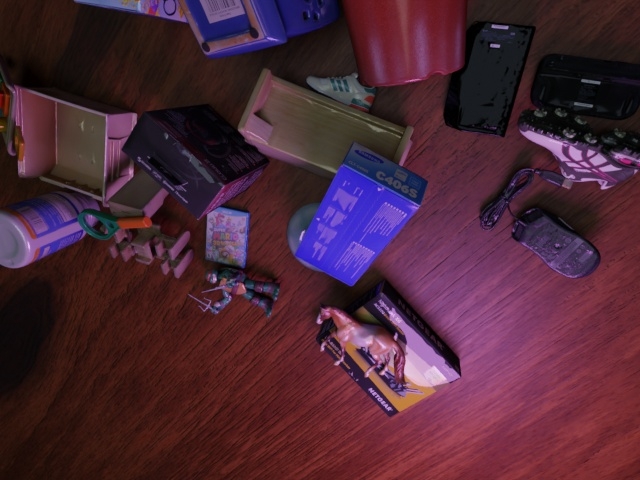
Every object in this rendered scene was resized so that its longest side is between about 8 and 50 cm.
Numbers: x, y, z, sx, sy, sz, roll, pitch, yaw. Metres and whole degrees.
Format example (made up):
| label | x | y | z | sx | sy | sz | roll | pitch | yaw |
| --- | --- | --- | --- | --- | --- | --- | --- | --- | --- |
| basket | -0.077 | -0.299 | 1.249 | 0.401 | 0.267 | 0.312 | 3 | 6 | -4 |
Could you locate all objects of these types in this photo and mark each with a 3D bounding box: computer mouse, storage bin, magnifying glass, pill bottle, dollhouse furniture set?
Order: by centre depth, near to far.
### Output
| label | x | y | z | sx | sy | sz | roll | pitch | yaw |
| --- | --- | --- | --- | --- | --- | --- | --- | --- | --- |
| computer mouse | 0.507 | -0.048 | 0.933 | 0.262 | 0.060 | 0.184 | 33 | 120 | 13 |
| magnifying glass | -0.520 | -0.043 | 1.071 | 0.231 | 0.026 | 0.092 | 0 | 131 | 26 |
| storage bin | -0.645 | -0.246 | 1.126 | 0.262 | 0.123 | 0.260 | 18 | 114 | 7 |
| pill bottle | -0.735 | -0.046 | 1.145 | 0.152 | 0.272 | 0.152 | 5 | 112 | 12 |
| dollhouse furniture set | -0.461 | -0.052 | 1.170 | 0.212 | 0.161 | 0.242 | 15 | 136 | 9 |

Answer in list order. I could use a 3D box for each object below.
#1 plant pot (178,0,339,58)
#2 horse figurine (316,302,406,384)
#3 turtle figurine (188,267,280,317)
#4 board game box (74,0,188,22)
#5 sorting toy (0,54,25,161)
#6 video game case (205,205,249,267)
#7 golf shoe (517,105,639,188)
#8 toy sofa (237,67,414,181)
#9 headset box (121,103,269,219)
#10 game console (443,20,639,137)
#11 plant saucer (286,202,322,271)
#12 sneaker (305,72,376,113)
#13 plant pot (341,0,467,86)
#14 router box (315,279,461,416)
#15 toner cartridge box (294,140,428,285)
| label | x | y | z | sx | sy | sz | roll | pitch | yaw |
| --- | --- | --- | --- | --- | --- | --- | --- | --- | --- |
| plant pot | -0.135 | -0.478 | 0.787 | 0.236 | 0.212 | 0.236 | 7 | 134 | 34 |
| horse figurine | 0.104 | 0.258 | 1.063 | 0.263 | 0.066 | 0.174 | 21 | 120 | 9 |
| turtle figurine | -0.236 | 0.130 | 1.163 | 0.234 | 0.118 | 0.175 | 17 | 144 | -7 |
| board game box | -0.336 | -0.526 | 0.852 | 0.144 | 0.275 | 0.142 | 14 | 114 | 9 |
| sorting toy | -0.809 | -0.342 | 1.072 | 0.348 | 0.047 | 0.196 | 51 | 129 | 29 |
| video game case | -0.258 | -0.012 | 1.173 | 0.119 | 0.015 | 0.166 | 13 | 113 | 10 |
| golf shoe | 0.502 | -0.173 | 0.837 | 0.272 | 0.105 | 0.120 | 17 | 140 | -5 |
| toy sofa | 0.014 | -0.229 | 0.961 | 0.362 | 0.177 | 0.150 | 23 | 90 | 6 |
| headset box | -0.272 | -0.187 | 0.956 | 0.218 | 0.293 | 0.110 | 42 | 115 | -4 |
| game console | 0.447 | -0.306 | 0.857 | 0.361 | 0.044 | 0.213 | 13 | 115 | 10 |
| plant saucer | 0.000 | 0.000 | 1.096 | 0.195 | 0.037 | 0.195 | 5 | 111 | 13 |
| sneaker | 0.049 | -0.343 | 0.948 | 0.161 | 0.057 | 0.075 | 27 | 98 | 5 |
| plant pot | 0.152 | -0.439 | 0.777 | 0.272 | 0.272 | 0.265 | -4 | 117 | 16 |
| router box | 0.180 | 0.293 | 1.136 | 0.309 | 0.081 | 0.243 | 46 | 114 | -5 |
| toner cartridge box | 0.070 | -0.037 | 0.914 | 0.165 | 0.075 | 0.348 | 27 | 144 | -3 |
